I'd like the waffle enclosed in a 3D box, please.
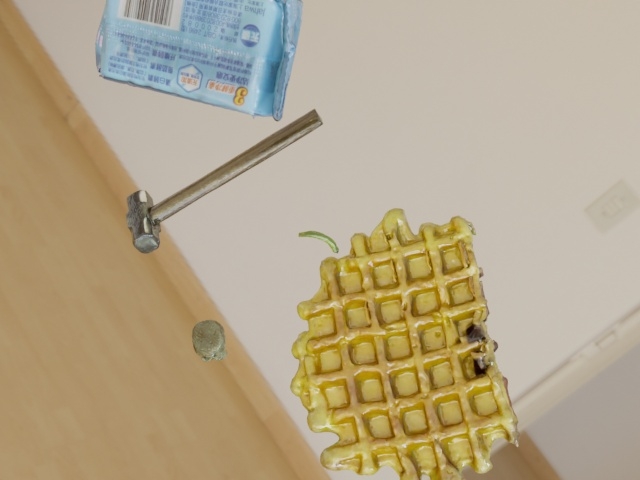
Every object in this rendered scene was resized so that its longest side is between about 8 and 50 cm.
[{"bbox_3d":[0.102,0.123,0.931,0.283,0.309,0.065,32,-1,18],"label":"waffle"}]

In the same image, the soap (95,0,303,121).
[{"bbox_3d":[-0.151,-0.245,1.036,0.293,0.156,0.077,19,14,20],"label":"soap"}]

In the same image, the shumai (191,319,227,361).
[{"bbox_3d":[-0.211,0.205,1.712,0.083,0.082,0.080,14,-13,33],"label":"shumai"}]

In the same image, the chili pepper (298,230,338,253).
[{"bbox_3d":[0.000,0.001,1.576,0.083,0.030,0.017,29,22,-17],"label":"chili pepper"}]

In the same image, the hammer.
[{"bbox_3d":[-0.157,-0.109,1.395,0.043,0.365,0.111,51,14,-46],"label":"hammer"}]
